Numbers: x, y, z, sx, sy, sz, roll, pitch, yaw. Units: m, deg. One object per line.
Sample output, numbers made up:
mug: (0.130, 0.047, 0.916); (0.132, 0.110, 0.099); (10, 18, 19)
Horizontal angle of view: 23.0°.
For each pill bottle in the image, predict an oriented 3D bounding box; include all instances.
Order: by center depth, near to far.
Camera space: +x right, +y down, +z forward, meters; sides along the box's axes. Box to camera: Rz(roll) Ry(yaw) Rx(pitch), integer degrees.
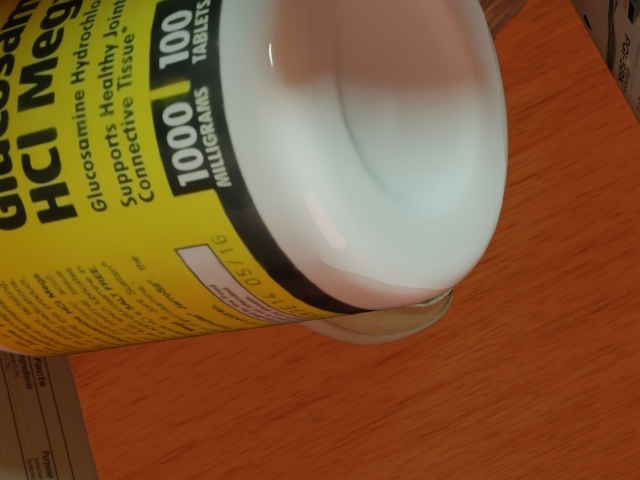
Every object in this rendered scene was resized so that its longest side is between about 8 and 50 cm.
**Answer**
pill bottle: (-0.093, -0.042, 0.770); (0.334, 0.188, 0.188); (-11, 157, 36)

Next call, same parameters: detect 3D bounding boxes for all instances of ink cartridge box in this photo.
ink cartridge box: (0.192, -0.143, 0.911); (0.056, 0.135, 0.099); (-16, 146, -8)

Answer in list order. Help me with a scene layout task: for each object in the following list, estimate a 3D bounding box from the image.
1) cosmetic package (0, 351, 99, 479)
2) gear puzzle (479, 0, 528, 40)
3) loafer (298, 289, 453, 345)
cosmetic package: (-0.314, 0.151, 1.031); (0.309, 0.160, 0.113); (-5, 145, -21)
gear puzzle: (0.096, -0.164, 0.824); (0.175, 0.044, 0.339); (-39, 173, -36)
loafer: (0.000, 0.000, 1.040); (0.268, 0.102, 0.092); (11, 141, -38)
